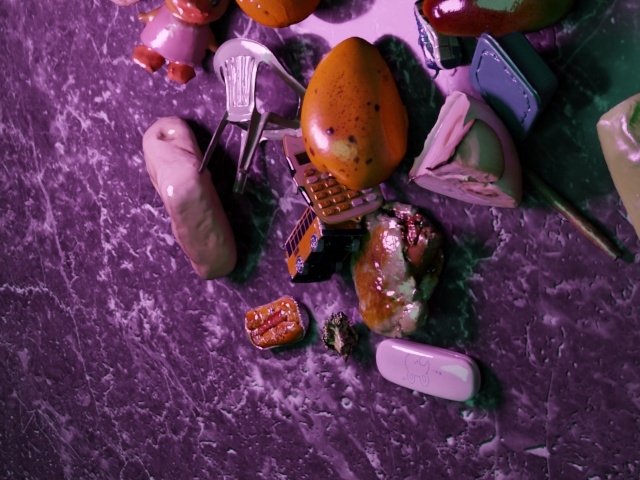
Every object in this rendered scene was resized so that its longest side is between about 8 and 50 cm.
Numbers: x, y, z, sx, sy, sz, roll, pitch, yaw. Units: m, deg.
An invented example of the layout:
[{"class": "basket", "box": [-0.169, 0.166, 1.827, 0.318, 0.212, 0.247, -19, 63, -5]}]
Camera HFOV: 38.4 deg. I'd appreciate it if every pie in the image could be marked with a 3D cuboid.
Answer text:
[{"class": "pie", "box": [0.134, 0.053, 1.805, 0.257, 0.105, 0.274, 29, 119, 49]}]

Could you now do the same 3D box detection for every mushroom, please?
[{"class": "mushroom", "box": [0.282, -0.157, 1.577, 0.236, 0.173, 0.162, 165, 123, -78]}]

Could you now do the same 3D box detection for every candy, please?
[{"class": "candy", "box": [0.538, -0.061, 1.393, 0.142, 0.132, 0.343, 109, 139, -83]}]

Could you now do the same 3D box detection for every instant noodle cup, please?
[{"class": "instant noodle cup", "box": [0.321, -0.261, 1.511, 0.157, 0.070, 0.179, 56, 172, 13]}]

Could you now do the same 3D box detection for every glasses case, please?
[{"class": "glasses case", "box": [0.209, 0.253, 1.812, 0.233, 0.059, 0.092, 12, 112, 40]}]

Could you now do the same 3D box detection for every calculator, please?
[{"class": "calculator", "box": [0.024, -0.126, 1.796, 0.033, 0.157, 0.236, 100, 148, -57]}]

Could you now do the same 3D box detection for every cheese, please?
[{"class": "cheese", "box": [-0.298, -0.086, 2.103, 0.351, 0.129, 0.328, -122, 13, -51]}]

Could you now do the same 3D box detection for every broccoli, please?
[{"class": "broccoli", "box": [0.042, 0.201, 1.923, 0.097, 0.095, 0.092, -58, 32, 15]}]

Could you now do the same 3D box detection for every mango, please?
[{"class": "mango", "box": [0.287, -0.403, 1.516, 0.267, 0.111, 0.133, 5, 90, 33]}, {"class": "mango", "box": [0.056, -0.237, 1.728, 0.191, 0.160, 0.290, -5, 84, 28]}]

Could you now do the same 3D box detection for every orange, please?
[{"class": "orange", "box": [-0.083, -0.509, 1.758, 0.206, 0.206, 0.206, 14, 111, 38]}]

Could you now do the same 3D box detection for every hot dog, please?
[{"class": "hot dog", "box": [-0.100, 0.189, 2.071, 0.191, 0.059, 0.108, -23, 83, 45]}]

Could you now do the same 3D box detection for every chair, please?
[{"class": "chair", "box": [-0.139, -0.249, 1.892, 0.203, 0.190, 0.275, 0, 74, 41]}]

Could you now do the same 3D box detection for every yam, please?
[{"class": "yam", "box": [0.417, -0.050, 1.560, 0.234, 0.027, 0.029, 47, 118, 21]}]

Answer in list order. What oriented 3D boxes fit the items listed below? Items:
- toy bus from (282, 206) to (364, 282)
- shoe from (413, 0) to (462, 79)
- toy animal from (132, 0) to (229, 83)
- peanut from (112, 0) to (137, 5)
[{"class": "toy bus", "box": [0.000, 0.000, 1.856, 0.201, 0.098, 0.114, 124, 138, -53]}, {"class": "shoe", "box": [0.201, -0.363, 1.641, 0.071, 0.064, 0.143, -33, 74, 61]}, {"class": "toy animal", "box": [-0.281, -0.487, 1.966, 0.281, 0.195, 0.169, -53, 27, 42]}, {"class": "peanut", "box": [-0.420, -0.589, 2.099, 0.206, 0.087, 0.087, -5, 99, 42]}]
